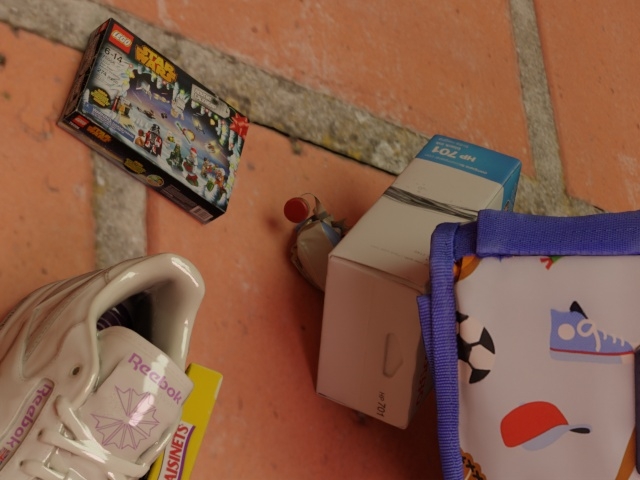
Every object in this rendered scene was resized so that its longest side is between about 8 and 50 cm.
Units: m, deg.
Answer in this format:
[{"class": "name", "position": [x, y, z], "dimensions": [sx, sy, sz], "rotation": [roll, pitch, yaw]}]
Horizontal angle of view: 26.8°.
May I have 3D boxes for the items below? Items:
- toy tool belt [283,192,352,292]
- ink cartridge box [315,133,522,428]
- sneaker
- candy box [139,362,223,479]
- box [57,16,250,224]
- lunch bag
[{"class": "toy tool belt", "position": [0.000, 0.000, 1.042], "dimensions": [0.083, 0.052, 0.051], "rotation": [59, 13, -7]}, {"class": "ink cartridge box", "position": [0.077, 0.027, 1.023], "dimensions": [0.082, 0.139, 0.191], "rotation": [21, 39, 20]}, {"class": "sneaker", "position": [-0.157, 0.118, 0.731], "dimensions": [0.114, 0.152, 0.305], "rotation": [42, 46, -24]}, {"class": "candy box", "position": [-0.109, 0.180, 0.785], "dimensions": [0.027, 0.105, 0.206], "rotation": [22, 50, -6]}, {"class": "box", "position": [-0.117, -0.086, 0.974], "dimensions": [0.137, 0.027, 0.094], "rotation": [35, 47, -29]}, {"class": "lunch bag", "position": [0.255, 0.118, 0.921], "dimensions": [0.385, 0.328, 0.239], "rotation": [71, 22, -49]}]
